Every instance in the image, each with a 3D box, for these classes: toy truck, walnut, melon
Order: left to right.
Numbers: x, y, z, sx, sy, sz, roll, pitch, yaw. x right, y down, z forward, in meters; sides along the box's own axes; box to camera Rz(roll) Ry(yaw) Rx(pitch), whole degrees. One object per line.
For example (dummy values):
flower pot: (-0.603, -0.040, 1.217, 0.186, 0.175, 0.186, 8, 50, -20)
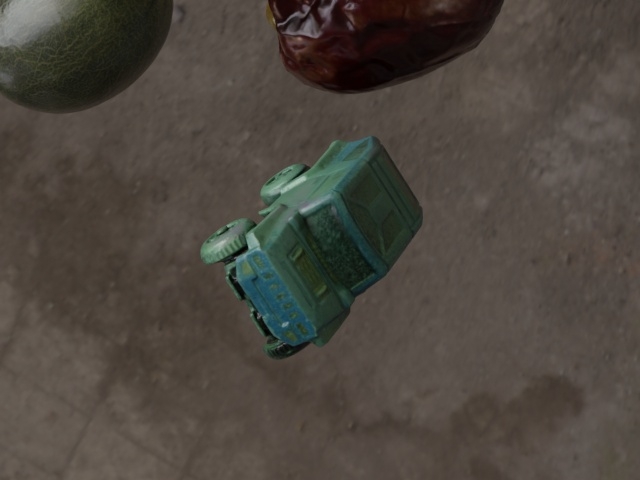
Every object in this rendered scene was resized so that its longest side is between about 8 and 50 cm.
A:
melon: (-0.353, -0.314, 1.928, 0.301, 0.237, 0.237, -26, 110, 24)
toy truck: (0.000, 0.000, 1.450, 0.156, 0.279, 0.155, -26, 103, 33)
walnut: (0.068, -0.280, 1.389, 0.269, 0.244, 0.222, -8, 152, 10)
